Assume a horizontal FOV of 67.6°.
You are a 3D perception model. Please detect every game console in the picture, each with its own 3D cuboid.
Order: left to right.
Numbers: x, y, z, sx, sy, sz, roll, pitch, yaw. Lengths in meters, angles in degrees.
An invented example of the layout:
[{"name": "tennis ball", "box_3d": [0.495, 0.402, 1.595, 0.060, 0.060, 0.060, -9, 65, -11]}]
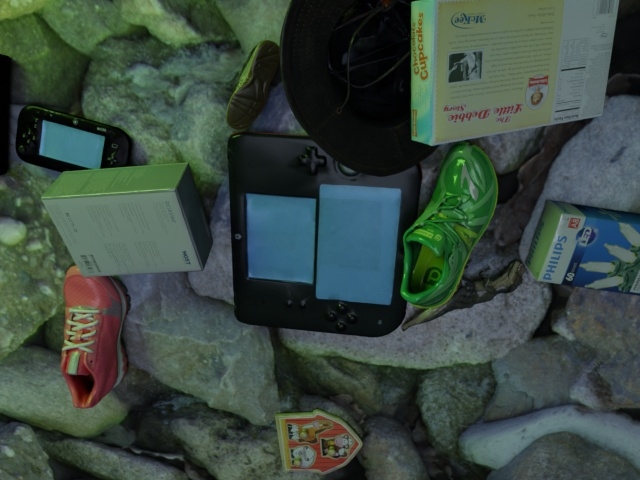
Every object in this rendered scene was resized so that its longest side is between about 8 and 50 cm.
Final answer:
[{"name": "game console", "box_3d": [-0.511, -0.202, 0.840, 0.360, 0.044, 0.214, 15, 113, -3]}, {"name": "game console", "box_3d": [0.000, 0.000, 0.885, 0.341, 0.060, 0.387, 3, 112, 2]}]

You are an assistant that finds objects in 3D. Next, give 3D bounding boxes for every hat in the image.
[{"name": "hat", "box_3d": [0.075, -0.266, 0.714, 0.330, 0.134, 0.332, -10, 117, -21]}]

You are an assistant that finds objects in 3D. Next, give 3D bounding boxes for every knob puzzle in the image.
[{"name": "knob puzzle", "box_3d": [0.000, 0.471, 1.096, 0.212, 0.030, 0.214, 1, 112, 3]}]

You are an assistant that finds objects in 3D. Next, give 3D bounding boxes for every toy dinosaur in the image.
[{"name": "toy dinosaur", "box_3d": [0.255, 0.092, 0.909, 0.268, 0.064, 0.118, -26, 115, 17]}]

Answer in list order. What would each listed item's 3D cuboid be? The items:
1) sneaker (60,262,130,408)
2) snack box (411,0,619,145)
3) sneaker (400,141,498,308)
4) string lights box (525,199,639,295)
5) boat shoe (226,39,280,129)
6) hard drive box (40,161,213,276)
[{"name": "sneaker", "box_3d": [-0.456, 0.197, 0.951, 0.115, 0.136, 0.314, 3, 113, 1]}, {"name": "snack box", "box_3d": [0.283, -0.256, 0.695, 0.321, 0.060, 0.187, -13, 114, -18]}, {"name": "sneaker", "box_3d": [0.213, -0.018, 0.803, 0.109, 0.123, 0.296, 21, 102, 32]}, {"name": "string lights box", "box_3d": [0.521, 0.018, 0.851, 0.259, 0.077, 0.134, 8, 114, 0]}, {"name": "boat shoe", "box_3d": [-0.112, -0.257, 0.791, 0.056, 0.049, 0.152, 24, 109, -26]}, {"name": "hard drive box", "box_3d": [-0.332, -0.032, 0.851, 0.231, 0.089, 0.181, -2, 129, 5]}]
